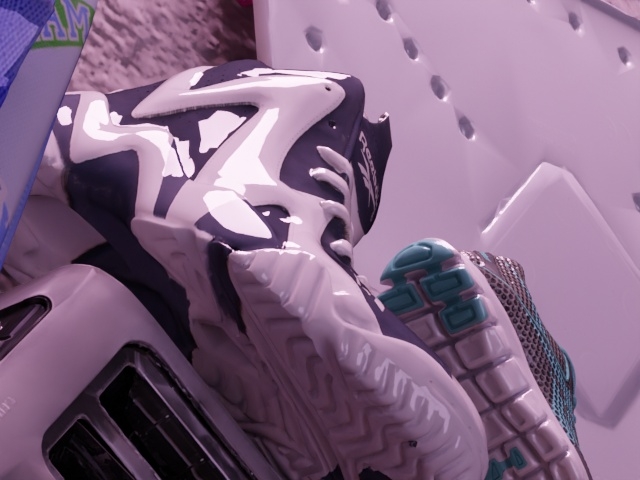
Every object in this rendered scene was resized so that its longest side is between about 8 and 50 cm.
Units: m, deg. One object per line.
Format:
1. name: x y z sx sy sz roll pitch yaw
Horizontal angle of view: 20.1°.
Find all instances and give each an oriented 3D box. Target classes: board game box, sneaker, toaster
1. board game box: 0.109 0.032 0.885 0.390 0.050 0.390 19 55 -39
2. sneaker: 0.000 0.000 0.657 0.153 0.235 0.094 -30 133 -36
3. toaster: -0.095 0.123 0.560 0.186 0.110 0.168 53 40 -10
4. sneaker: 0.087 0.074 0.750 0.076 0.065 0.166 -7 75 -53

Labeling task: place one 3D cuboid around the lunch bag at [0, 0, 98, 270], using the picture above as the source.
1. lunch bag: -0.170 0.029 0.427 0.115 0.243 0.303 36 46 -29
